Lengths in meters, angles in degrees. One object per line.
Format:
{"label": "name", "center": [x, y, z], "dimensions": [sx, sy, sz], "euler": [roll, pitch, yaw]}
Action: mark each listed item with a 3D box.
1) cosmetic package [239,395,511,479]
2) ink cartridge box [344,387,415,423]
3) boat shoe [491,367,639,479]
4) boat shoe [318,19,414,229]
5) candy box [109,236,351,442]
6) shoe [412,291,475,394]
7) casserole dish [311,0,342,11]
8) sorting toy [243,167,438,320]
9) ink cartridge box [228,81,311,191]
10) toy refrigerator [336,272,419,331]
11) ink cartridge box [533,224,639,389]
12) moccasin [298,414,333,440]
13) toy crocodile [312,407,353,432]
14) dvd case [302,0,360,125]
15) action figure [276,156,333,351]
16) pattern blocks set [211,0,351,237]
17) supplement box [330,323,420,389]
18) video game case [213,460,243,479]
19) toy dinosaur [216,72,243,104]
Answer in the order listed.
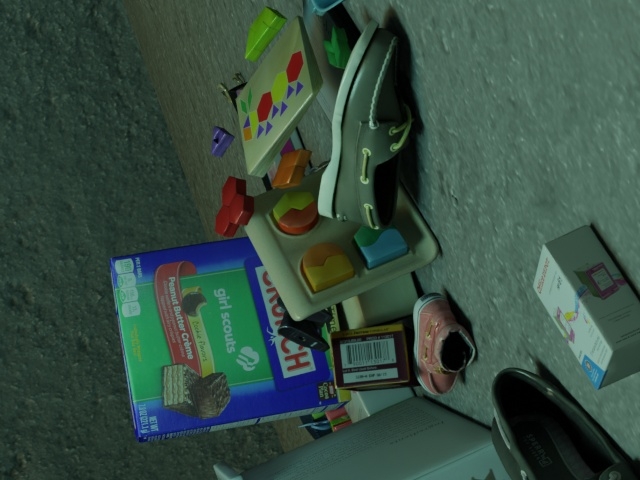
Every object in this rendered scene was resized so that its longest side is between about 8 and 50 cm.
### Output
{"label": "cosmetic package", "center": [0.112, 0.453, 1.892], "dimensions": [0.394, 0.327, 0.329], "euler": [-174, 64, -77]}
{"label": "ink cartridge box", "center": [0.090, 0.253, 2.207], "dimensions": [0.212, 0.093, 0.154], "euler": [60, 167, 25]}
{"label": "boat shoe", "center": [0.256, 0.241, 1.370], "dimensions": [0.095, 0.112, 0.335], "euler": [68, 173, -26]}
{"label": "boat shoe", "center": [0.065, -0.130, 1.582], "dimensions": [0.091, 0.109, 0.305], "euler": [22, 140, 11]}
{"label": "candy box", "center": [-0.133, 0.139, 1.952], "dimensions": [0.122, 0.317, 0.268], "euler": [130, 130, -76]}
{"label": "shoe", "center": [0.163, 0.157, 1.752], "dimensions": [0.081, 0.063, 0.178], "euler": [-121, 17, -49]}
{"label": "casserole dish", "center": [0.017, -0.328, 1.514], "dimensions": [0.188, 0.037, 0.114], "euler": [175, 79, -73]}
{"label": "sorting toy", "center": [0.021, -0.015, 1.706], "dimensions": [0.193, 0.208, 0.038], "euler": [61, 171, 30]}
{"label": "ink cartridge box", "center": [-0.052, -0.097, 2.272], "dimensions": [0.371, 0.069, 0.176], "euler": [67, 169, -10]}
{"label": "toy refrigerator", "center": [0.072, 0.080, 1.962], "dimensions": [0.269, 0.094, 0.102], "euler": [134, 120, -77]}
{"label": "ink cartridge box", "center": [0.247, 0.061, 1.206], "dimensions": [0.088, 0.052, 0.122], "euler": [87, 158, -60]}
{"label": "moccasin", "center": [0.013, 0.294, 2.534], "dimensions": [0.117, 0.138, 0.342], "euler": [48, 159, 48]}
{"label": "toy crocodile", "center": [0.051, 0.337, 2.419], "dimensions": [0.105, 0.115, 0.340], "euler": [-114, 0, -58]}
{"label": "dvd case", "center": [0.023, -0.225, 1.765], "dimensions": [0.253, 0.022, 0.180], "euler": [88, 157, -60]}
{"label": "action figure", "center": [0.000, 0.000, 1.814], "dimensions": [0.185, 0.099, 0.285], "euler": [122, 163, -54]}
{"label": "pattern blocks set", "center": [-0.054, -0.179, 1.685], "dimensions": [0.325, 0.026, 0.285], "euler": [-41, 45, 47]}
{"label": "supplement box", "center": [0.083, 0.168, 1.868], "dimensions": [0.188, 0.104, 0.081], "euler": [34, -130, -76]}
{"label": "video game case", "center": [-0.107, 0.427, 1.980], "dimensions": [0.201, 0.023, 0.183], "euler": [164, 85, -78]}
{"label": "toy dinosaur", "center": [-0.143, -0.260, 2.438], "dimensions": [0.092, 0.053, 0.183], "euler": [50, 174, 7]}
